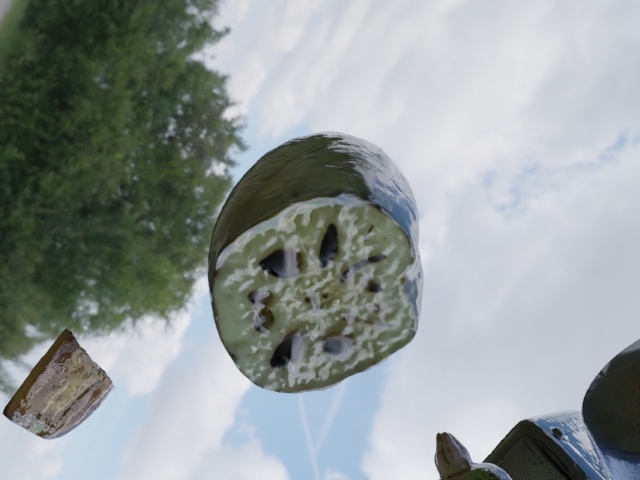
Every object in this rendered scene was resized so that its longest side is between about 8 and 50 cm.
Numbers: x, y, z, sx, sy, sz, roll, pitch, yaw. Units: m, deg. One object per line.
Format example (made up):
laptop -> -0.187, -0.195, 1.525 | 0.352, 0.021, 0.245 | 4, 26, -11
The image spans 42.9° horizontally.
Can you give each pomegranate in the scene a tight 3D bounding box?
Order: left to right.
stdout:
pomegranate -> 0.210, 0.365, 1.177 | 0.163, 0.138, 0.125 | -122, -159, -46

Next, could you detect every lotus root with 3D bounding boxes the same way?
lotus root -> -0.352, 0.211, 1.122 | 0.135, 0.095, 0.159 | -53, 169, -19
lotus root -> 0.000, 0.000, 0.936 | 0.250, 0.250, 0.346 | -56, -175, 17

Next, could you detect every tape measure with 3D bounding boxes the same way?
tape measure -> 0.447, 0.213, 0.946 | 0.262, 0.138, 0.259 | -32, -167, 10

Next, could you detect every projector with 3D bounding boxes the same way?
projector -> 0.589, 0.586, 1.779 | 0.405, 0.395, 0.242 | 46, -73, 29
